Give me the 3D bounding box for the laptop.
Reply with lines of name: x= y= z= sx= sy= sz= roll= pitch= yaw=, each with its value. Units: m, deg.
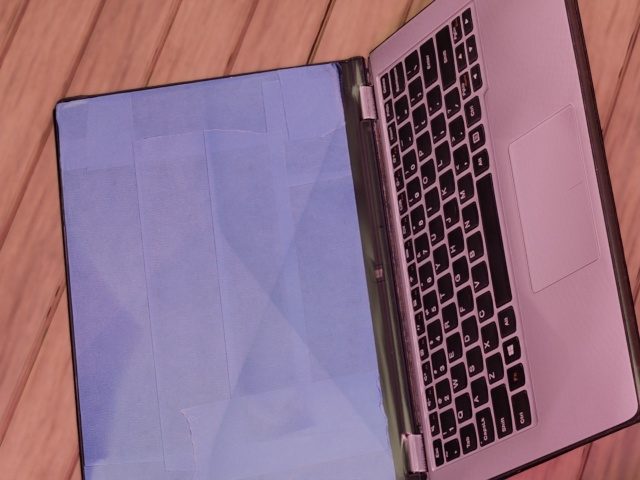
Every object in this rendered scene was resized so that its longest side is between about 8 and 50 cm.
laptop: x=0.000 y=0.000 z=1.350 sx=0.236 sy=0.408 sz=0.382 roll=4 pitch=68 yaw=-31
